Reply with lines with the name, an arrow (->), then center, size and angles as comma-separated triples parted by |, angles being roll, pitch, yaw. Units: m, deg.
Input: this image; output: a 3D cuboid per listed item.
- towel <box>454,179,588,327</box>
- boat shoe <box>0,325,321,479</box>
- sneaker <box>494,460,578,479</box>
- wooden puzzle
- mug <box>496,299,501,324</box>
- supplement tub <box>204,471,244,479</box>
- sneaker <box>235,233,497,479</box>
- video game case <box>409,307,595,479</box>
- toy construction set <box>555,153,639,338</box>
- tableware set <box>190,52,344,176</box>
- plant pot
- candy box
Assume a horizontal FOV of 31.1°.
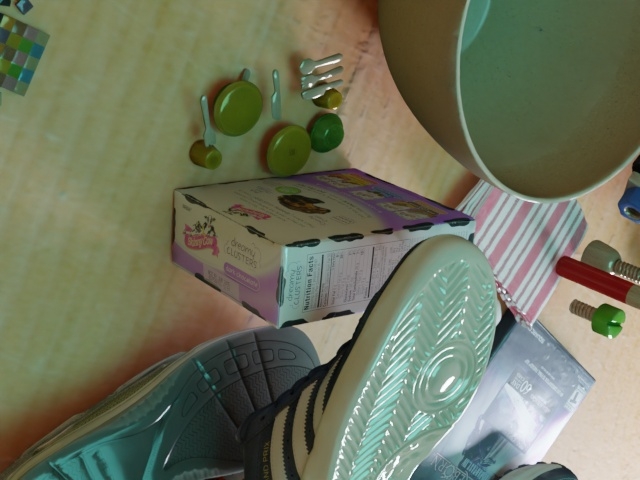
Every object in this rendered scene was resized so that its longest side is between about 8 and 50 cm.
towel -> 0.213, -0.017, 1.213 | 0.144, 0.029, 0.197 | -55, 133, -18
boat shoe -> -0.138, 0.163, 0.986 | 0.320, 0.103, 0.118 | -30, 107, -32
sneaker -> 0.204, 0.368, 1.289 | 0.283, 0.122, 0.110 | -38, 129, -19
wooden puzzle -> -0.225, -0.136, 0.830 | 0.049, 0.006, 0.083 | 22, 95, -42
mug -> 0.154, 0.075, 1.194 | 0.064, 0.062, 0.078 | -37, 135, -30
supplement tub -> -0.027, 0.240, 1.084 | 0.190, 0.117, 0.117 | -11, 116, -35
sneaker -> 0.012, 0.136, 0.907 | 0.131, 0.148, 0.350 | 12, 108, -40
video game case -> 0.193, 0.227, 1.316 | 0.274, 0.026, 0.196 | -54, 132, -7
toy construction set -> 0.443, 0.024, 1.260 | 0.309, 0.237, 0.257 | -28, 128, -34
tableware set -> -0.042, -0.100, 0.984 | 0.154, 0.024, 0.104 | -23, 126, -30
plant pot -> 0.158, -0.194, 0.984 | 0.284, 0.191, 0.284 | -17, 119, -33
candy box -> 0.000, 0.000, 0.963 | 0.196, 0.165, 0.070 | -9, 113, -35
